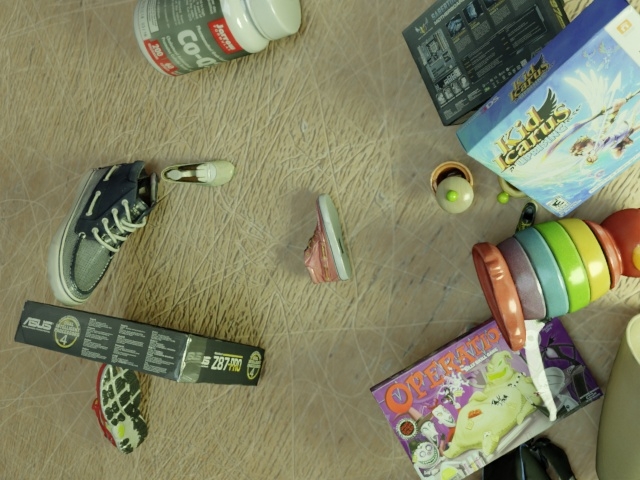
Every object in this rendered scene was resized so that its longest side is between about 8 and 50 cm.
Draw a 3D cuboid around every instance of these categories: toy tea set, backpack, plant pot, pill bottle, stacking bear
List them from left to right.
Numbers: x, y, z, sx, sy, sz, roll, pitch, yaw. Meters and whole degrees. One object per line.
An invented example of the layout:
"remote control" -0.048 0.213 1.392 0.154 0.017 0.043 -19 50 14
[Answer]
"pill bottle" -0.193 -0.420 1.120 0.283 0.161 0.161 -8 97 24
"toy tea set" 0.317 -0.174 0.974 0.200 0.124 0.336 34 111 13
"backpack" 0.367 0.529 1.024 0.213 0.276 0.263 -39 91 29
"stacking bear" 0.407 0.035 0.951 0.289 0.164 0.175 -19 104 7
"plant pot" 0.549 0.294 0.924 0.257 0.256 0.274 22 124 17

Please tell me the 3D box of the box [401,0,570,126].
"box" 0.252 -0.312 0.918 0.233 0.059 0.183 -32 79 48

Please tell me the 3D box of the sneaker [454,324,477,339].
"sneaker" 0.305 0.212 1.099 0.134 0.051 0.070 34 136 -1

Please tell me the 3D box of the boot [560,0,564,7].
"boot" 0.320 -0.433 0.945 0.161 0.083 0.246 24 91 39

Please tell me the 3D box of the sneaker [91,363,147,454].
"sneaker" -0.499 0.392 1.411 0.118 0.107 0.279 19 124 27

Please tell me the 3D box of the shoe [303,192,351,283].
"shoe" 0.000 0.000 1.173 0.081 0.063 0.178 -12 99 19

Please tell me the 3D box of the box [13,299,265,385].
"box" -0.359 0.219 1.226 0.395 0.318 0.097 7 80 22

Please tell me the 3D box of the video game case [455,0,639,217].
"video game case" 0.377 -0.177 0.856 0.244 0.061 0.269 26 125 -31

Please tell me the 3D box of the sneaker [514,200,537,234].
"sneaker" 0.356 -0.028 1.035 0.031 0.035 0.083 11 104 21

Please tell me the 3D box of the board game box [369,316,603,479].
"board game box" 0.286 0.263 1.034 0.347 0.056 0.208 -30 84 -2

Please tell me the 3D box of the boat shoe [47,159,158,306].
"boat shoe" -0.445 -0.030 1.243 0.158 0.127 0.340 -12 56 20

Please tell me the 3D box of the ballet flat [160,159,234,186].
"ballet flat" -0.263 -0.139 1.263 0.168 0.052 0.057 -3 99 23
